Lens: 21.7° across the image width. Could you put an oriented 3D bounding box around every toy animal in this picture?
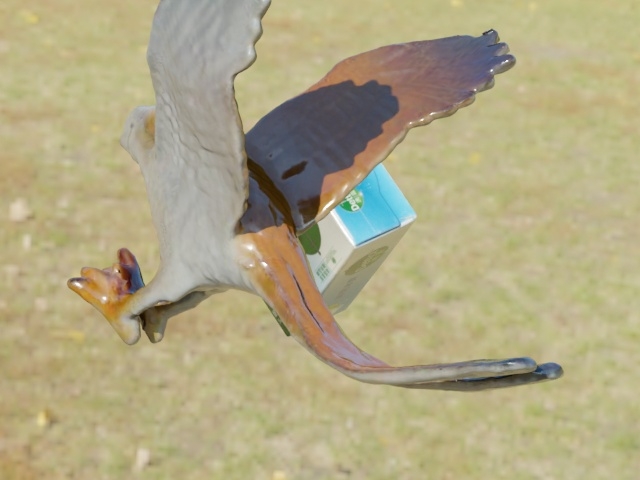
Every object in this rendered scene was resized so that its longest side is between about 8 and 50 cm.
[{"bbox_3d":[-0.018,0.008,1.016,0.302,0.284,0.225,-30,-27,33],"label":"toy animal"}]

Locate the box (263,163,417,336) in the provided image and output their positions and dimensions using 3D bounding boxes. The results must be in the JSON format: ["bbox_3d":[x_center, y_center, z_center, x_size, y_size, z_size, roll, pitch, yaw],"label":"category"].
[{"bbox_3d":[-0.010,-0.020,1.465,0.073,0.194,0.139,-26,74,-29],"label":"box"}]
